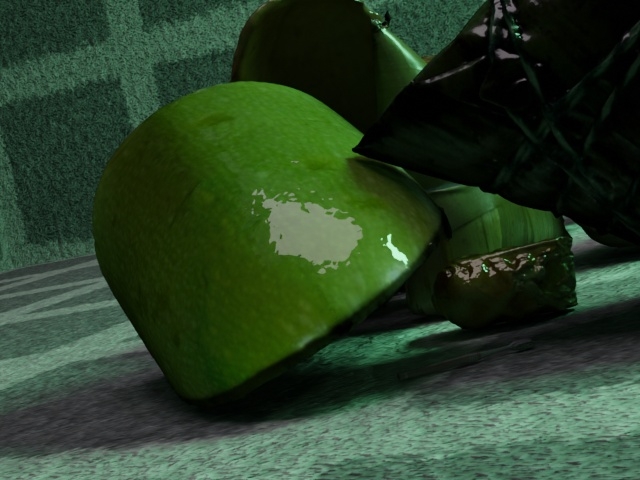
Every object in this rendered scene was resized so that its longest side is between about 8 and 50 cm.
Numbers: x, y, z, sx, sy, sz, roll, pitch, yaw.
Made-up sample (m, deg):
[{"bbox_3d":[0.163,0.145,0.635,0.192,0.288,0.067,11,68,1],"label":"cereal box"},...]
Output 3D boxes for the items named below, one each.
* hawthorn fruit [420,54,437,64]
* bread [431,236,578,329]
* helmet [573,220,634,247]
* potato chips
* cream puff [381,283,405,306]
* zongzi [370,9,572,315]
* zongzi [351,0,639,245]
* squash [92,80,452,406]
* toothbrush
[{"bbox_3d":[0.166,-0.106,1.665,0.258,0.258,0.262,-14,31,-30],"label":"hawthorn fruit"},{"bbox_3d":[0.136,0.033,1.024,0.110,0.060,0.066,-11,32,-1],"label":"bread"},{"bbox_3d":[0.298,-0.066,1.274,0.204,0.137,0.257,-4,-18,-7],"label":"helmet"},{"bbox_3d":[-0.012,-0.115,1.149,0.150,0.201,0.049,-19,32,-27],"label":"potato chips"},{"bbox_3d":[-0.015,-0.006,1.276,0.195,0.194,0.221,-15,1,-43],"label":"cream puff"},{"bbox_3d":[0.122,-0.073,1.204,0.115,0.256,0.228,-19,0,29],"label":"zongzi"},{"bbox_3d":[0.277,-0.073,0.863,0.319,0.383,0.362,-56,11,5],"label":"zongzi"},{"bbox_3d":[-0.017,0.025,0.984,0.234,0.210,0.309,-35,38,-8],"label":"squash"},{"bbox_3d":[0.094,0.076,0.891,0.097,0.006,0.008,-13,8,-17],"label":"toothbrush"}]
